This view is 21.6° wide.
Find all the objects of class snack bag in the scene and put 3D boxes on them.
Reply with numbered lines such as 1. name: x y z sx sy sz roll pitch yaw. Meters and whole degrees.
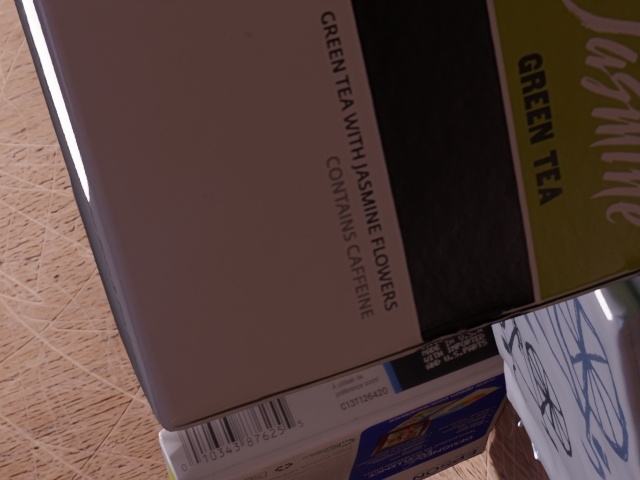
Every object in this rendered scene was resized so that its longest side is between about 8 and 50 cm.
1. snack bag: 0.127 0.061 0.822 0.323 0.037 0.343 -112 3 -52

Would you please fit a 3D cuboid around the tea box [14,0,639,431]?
1. tea box: 0.045 -0.175 0.497 0.220 0.323 0.329 -122 17 -62

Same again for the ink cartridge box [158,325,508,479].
1. ink cartridge box: 0.016 0.179 1.481 0.307 0.303 0.072 98 149 -69
